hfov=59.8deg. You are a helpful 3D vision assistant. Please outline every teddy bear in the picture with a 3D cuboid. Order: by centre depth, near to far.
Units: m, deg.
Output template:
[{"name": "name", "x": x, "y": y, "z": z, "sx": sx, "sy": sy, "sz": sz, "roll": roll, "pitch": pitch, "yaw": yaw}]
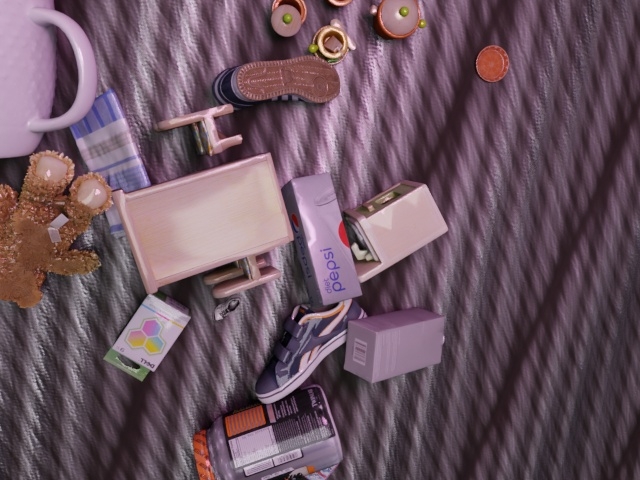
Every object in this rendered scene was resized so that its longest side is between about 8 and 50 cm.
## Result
[{"name": "teddy bear", "x": -0.568, "y": -0.026, "z": 1.145, "sx": 0.245, "sy": 0.113, "sz": 0.338, "roll": 13, "pitch": 113, "yaw": -23}]

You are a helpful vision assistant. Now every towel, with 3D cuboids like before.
[{"name": "towel", "x": -0.423, "y": -0.145, "z": 1.140, "sx": 0.034, "sy": 0.209, "sz": 0.285, "roll": -27, "pitch": 105, "yaw": -42}]

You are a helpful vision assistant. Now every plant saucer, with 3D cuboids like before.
[{"name": "plant saucer", "x": 0.409, "y": -0.422, "z": 1.330, "sx": 0.084, "sy": 0.013, "sz": 0.083, "roll": -2, "pitch": 101, "yaw": -10}]

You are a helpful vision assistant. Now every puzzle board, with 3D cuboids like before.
[{"name": "puzzle board", "x": -0.019, "y": 0.562, "z": 1.424, "sx": 0.128, "sy": 0.011, "sz": 0.096, "roll": 39, "pitch": 91, "yaw": -15}]

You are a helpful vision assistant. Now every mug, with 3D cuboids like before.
[{"name": "mug", "x": -0.586, "y": -0.318, "z": 1.014, "sx": 0.374, "sy": 0.276, "sz": 0.328, "roll": 6, "pitch": 106, "yaw": 8}]

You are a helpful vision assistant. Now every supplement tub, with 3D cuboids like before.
[{"name": "supplement tub", "x": -0.121, "y": 0.472, "z": 1.296, "sx": 0.316, "sy": 0.193, "sz": 0.193, "roll": -17, "pitch": 102, "yaw": -7}]

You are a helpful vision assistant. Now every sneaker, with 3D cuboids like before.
[{"name": "sneaker", "x": -0.100, "y": -0.340, "z": 1.218, "sx": 0.282, "sy": 0.153, "sz": 0.099, "roll": -13, "pitch": 101, "yaw": -39}, {"name": "sneaker", "x": -0.220, "y": 0.160, "z": 1.303, "sx": 0.083, "sy": 0.037, "sz": 0.032, "roll": -45, "pitch": 106, "yaw": 1}, {"name": "sneaker", "x": -0.046, "y": 0.233, "z": 1.305, "sx": 0.321, "sy": 0.126, "sz": 0.127, "roll": -40, "pitch": 110, "yaw": -14}]

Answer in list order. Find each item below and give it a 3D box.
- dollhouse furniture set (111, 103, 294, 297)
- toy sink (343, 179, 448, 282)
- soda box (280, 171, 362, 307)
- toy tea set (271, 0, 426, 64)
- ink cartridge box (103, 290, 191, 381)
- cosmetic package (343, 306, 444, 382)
[{"name": "dollhouse furniture set", "x": -0.242, "y": -0.056, "z": 1.071, "sx": 0.257, "sy": 0.394, "sz": 0.362, "roll": -19, "pitch": 104, "yaw": -16}, {"name": "toy sink", "x": 0.142, "y": -0.031, "z": 1.279, "sx": 0.234, "sy": 0.153, "sz": 0.131, "roll": -31, "pitch": 104, "yaw": -3}, {"name": "soda box", "x": 0.000, "y": 0.000, "z": 1.239, "sx": 0.098, "sy": 0.091, "sz": 0.286, "roll": -12, "pitch": 83, "yaw": -21}, {"name": "toy tea set", "x": 0.062, "y": -0.495, "z": 1.195, "sx": 0.336, "sy": 0.124, "sz": 0.200, "roll": -25, "pitch": 103, "yaw": -6}, {"name": "ink cartridge box", "x": -0.397, "y": 0.223, "z": 1.268, "sx": 0.109, "sy": 0.062, "sz": 0.209, "roll": 35, "pitch": 93, "yaw": -15}, {"name": "cosmetic package", "x": 0.179, "y": 0.241, "z": 1.312, "sx": 0.238, "sy": 0.107, "sz": 0.127, "roll": -3, "pitch": 102, "yaw": -41}]
